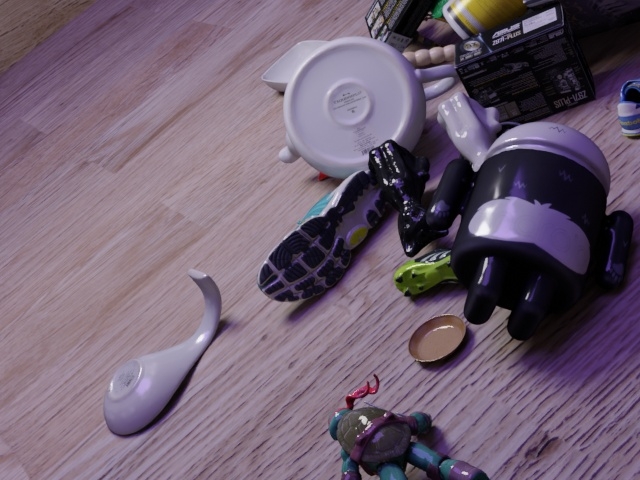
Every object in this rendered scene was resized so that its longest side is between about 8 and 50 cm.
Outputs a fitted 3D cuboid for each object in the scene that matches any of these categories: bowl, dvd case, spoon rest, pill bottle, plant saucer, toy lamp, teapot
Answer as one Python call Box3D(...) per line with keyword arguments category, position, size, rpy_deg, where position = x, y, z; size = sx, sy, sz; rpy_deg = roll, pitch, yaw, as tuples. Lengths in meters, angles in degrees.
Box3D(category="bowl", position=(-0.035, -0.353, 2.206), size=(0.142, 0.053, 0.142), rpy_deg=(-46, 33, -20))
Box3D(category="dvd case", position=(0.438, -0.373, 1.685), size=(0.165, 0.221, 0.018), rpy_deg=(-12, 77, 30))
Box3D(category="spoon rest", position=(-0.238, 0.180, 1.644), size=(0.137, 0.084, 0.276), rpy_deg=(16, 69, 53))
Box3D(category="pill bottle", position=(0.292, -0.399, 1.700), size=(0.184, 0.103, 0.103), rpy_deg=(-44, 26, 24))
Box3D(category="plant saucer", position=(0.155, 0.132, 1.395), size=(0.083, 0.015, 0.083), rpy_deg=(-23, 32, 16))
Box3D(category="toy lamp", position=(0.163, -0.320, 1.884), size=(0.275, 0.080, 0.080), rpy_deg=(-6, 35, 3))
Box3D(category="teapot", position=(0.070, -0.216, 1.787), size=(0.256, 0.187, 0.252), rpy_deg=(22, 92, 14))

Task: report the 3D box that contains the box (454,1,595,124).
Box3D(category="box", position=(0.321, -0.267, 1.672), size=(0.180, 0.147, 0.077), rpy_deg=(-20, 34, 22))

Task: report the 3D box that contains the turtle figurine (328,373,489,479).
Box3D(category="turtle figurine", position=(0.073, 0.252, 1.218), size=(0.175, 0.118, 0.234), rpy_deg=(-43, 38, -16))

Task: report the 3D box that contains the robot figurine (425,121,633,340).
Box3D(category="robot figurine", position=(0.264, -0.017, 1.337), size=(0.174, 0.209, 0.278), rpy_deg=(-14, 46, 49))

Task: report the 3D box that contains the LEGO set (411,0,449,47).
Box3D(category="LEGO set", position=(0.267, -0.480, 2.016), size=(0.331, 0.192, 0.255), rpy_deg=(-7, 71, 64))

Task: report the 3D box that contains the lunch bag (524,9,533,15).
Box3D(category="lunch bag", position=(0.354, -0.382, 1.818), size=(0.096, 0.129, 0.151), rpy_deg=(-39, 33, -1))

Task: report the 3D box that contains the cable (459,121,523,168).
Box3D(category="cable", position=(0.270, -0.114, 1.614), size=(0.151, 0.047, 0.184), rpy_deg=(-29, 34, 16))

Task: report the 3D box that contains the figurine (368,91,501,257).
Box3D(category="figurine", position=(0.188, -0.094, 1.565), size=(0.215, 0.092, 0.209), rpy_deg=(-34, 39, 17))

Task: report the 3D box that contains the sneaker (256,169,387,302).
Box3D(category="sneaker", position=(0.000, 0.000, 1.666), size=(0.275, 0.107, 0.110), rpy_deg=(-44, 15, -28))

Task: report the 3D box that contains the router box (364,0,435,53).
Box3D(category="router box", position=(0.150, -0.437, 1.954), size=(0.179, 0.046, 0.133), rpy_deg=(-56, 32, 37))

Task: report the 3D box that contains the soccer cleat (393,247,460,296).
Box3D(category="soccer cleat", position=(0.184, 0.032, 1.471), size=(0.179, 0.060, 0.072), rpy_deg=(-13, 24, 31))

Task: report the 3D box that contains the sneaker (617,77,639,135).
Box3D(category="sneaker", position=(0.473, -0.215, 1.547), size=(0.053, 0.059, 0.144), rpy_deg=(-3, 41, 43))

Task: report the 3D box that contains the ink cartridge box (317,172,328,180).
Box3D(category="ink cartridge box", position=(0.072, -0.218, 1.923), size=(0.181, 0.056, 0.224), rpy_deg=(-20, 32, 22))
